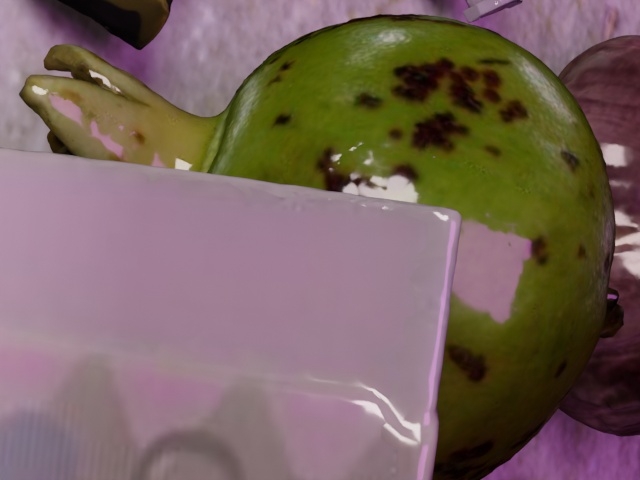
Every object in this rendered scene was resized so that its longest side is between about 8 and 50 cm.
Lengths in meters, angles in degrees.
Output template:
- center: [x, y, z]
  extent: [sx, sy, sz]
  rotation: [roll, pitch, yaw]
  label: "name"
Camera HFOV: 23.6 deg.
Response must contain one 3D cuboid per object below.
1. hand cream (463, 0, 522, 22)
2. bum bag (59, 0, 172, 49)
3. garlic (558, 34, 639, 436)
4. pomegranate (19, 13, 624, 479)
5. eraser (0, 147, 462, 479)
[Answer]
- center: [0.059, -0.178, 0.770]
  extent: [0.084, 0.053, 0.142]
  rotation: [-27, 91, -39]
  label: "hand cream"
- center: [-0.063, -0.199, 0.646]
  extent: [0.106, 0.060, 0.233]
  rotation: [37, 67, -35]
  label: "bum bag"
- center: [0.211, -0.001, 0.818]
  extent: [0.245, 0.160, 0.245]
  rotation: [0, 90, -42]
  label: "garlic"
- center: [0.000, 0.000, 0.626]
  extent: [0.263, 0.211, 0.211]
  rotation: [19, 74, -5]
  label: "pomegranate"
- center: [-0.074, 0.174, 0.502]
  extent: [0.082, 0.213, 0.397]
  rotation: [10, 87, -73]
  label: "eraser"
